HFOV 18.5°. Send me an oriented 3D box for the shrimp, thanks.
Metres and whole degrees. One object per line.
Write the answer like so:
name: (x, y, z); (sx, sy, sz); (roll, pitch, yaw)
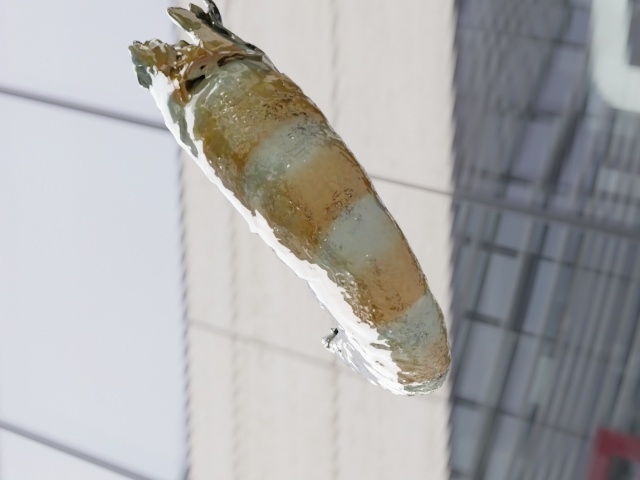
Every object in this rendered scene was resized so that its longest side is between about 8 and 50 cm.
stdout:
shrimp: (0.009, 0.006, 1.082); (0.068, 0.185, 0.287); (-40, -46, -6)
